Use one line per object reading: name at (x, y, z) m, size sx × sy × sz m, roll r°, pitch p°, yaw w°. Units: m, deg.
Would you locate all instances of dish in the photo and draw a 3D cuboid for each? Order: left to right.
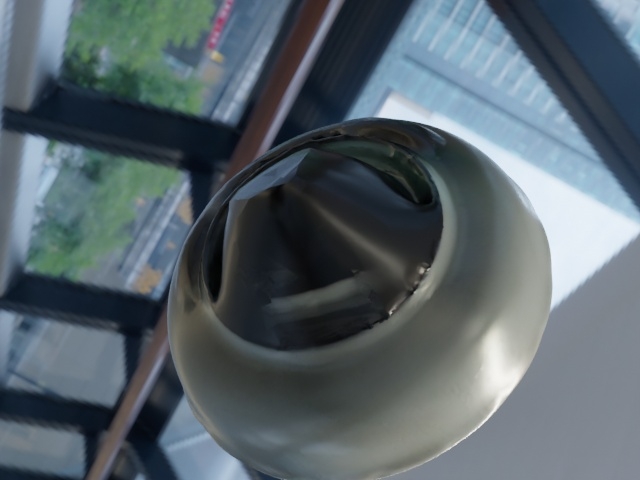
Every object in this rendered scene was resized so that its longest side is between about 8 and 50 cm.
dish at (0.000, 0.000, 0.382) m, size 0.141 × 0.141 × 0.078 m, roll -64°, pitch 146°, yaw -25°
